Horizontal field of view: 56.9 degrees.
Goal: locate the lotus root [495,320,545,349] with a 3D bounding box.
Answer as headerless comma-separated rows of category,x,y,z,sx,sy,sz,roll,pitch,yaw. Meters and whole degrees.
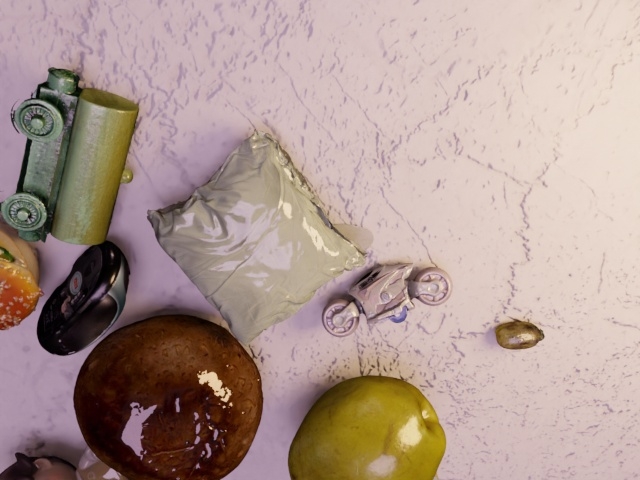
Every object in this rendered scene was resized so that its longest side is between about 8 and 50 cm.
lotus root,0.394,0.186,1.162,0.099,0.054,0.049,-3,136,2

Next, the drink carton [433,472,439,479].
drink carton,0.198,0.464,1.278,0.084,0.074,0.200,-20,115,7

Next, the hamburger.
hamburger,-0.606,0.065,1.033,0.236,0.147,0.237,0,118,1

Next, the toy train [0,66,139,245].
toy train,-0.409,-0.117,0.962,0.189,0.126,0.308,19,113,-10

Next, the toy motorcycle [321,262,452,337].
toy motorcycle,0.119,0.103,1.103,0.254,0.112,0.113,-19,114,7

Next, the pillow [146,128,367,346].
pillow,-0.108,-0.003,1.017,0.283,0.138,0.310,-33,108,8

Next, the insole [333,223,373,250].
insole,0.000,0.000,1.092,0.197,0.004,0.065,-1,115,-1

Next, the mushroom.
mushroom,-0.267,0.303,1.099,0.345,0.239,0.345,-16,118,-32

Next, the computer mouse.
computer mouse,-0.417,0.108,1.069,0.096,0.137,0.233,32,110,-36

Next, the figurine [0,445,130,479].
figurine,-0.510,0.531,1.222,0.364,0.206,0.218,-20,126,7

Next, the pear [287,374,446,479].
pear,0.085,0.398,1.149,0.307,0.253,0.253,-38,111,26
